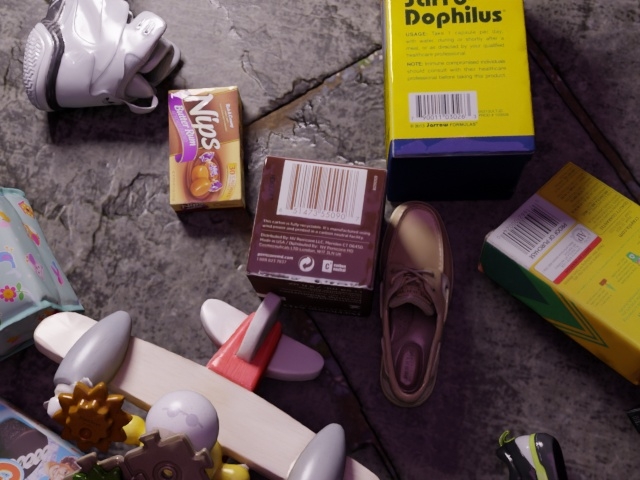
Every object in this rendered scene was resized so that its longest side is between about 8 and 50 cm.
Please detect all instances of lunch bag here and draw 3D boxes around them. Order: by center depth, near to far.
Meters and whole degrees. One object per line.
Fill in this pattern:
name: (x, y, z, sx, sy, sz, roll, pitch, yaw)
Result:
lunch bag: (-0.511, 0.073, 1.255, 0.262, 0.160, 0.223, -30, 79, 5)

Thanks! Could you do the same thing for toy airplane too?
toy airplane: (-0.145, 0.228, 1.126, 0.386, 0.272, 0.384, -15, 72, -6)

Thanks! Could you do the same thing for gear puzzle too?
gear puzzle: (-0.190, 0.304, 0.987, 0.175, 0.044, 0.339, -21, 103, 9)

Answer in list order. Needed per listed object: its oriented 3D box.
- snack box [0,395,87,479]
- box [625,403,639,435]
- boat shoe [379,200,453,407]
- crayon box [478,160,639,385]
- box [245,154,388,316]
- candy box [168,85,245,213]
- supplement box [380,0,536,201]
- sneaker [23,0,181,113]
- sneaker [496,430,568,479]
snack box: (-0.467, 0.396, 1.210, 0.187, 0.060, 0.322, 31, 78, 8)
box: (0.550, 0.172, 1.098, 0.257, 0.322, 0.079, -29, 76, -6)
boat shoe: (0.134, 0.081, 1.254, 0.109, 0.098, 0.302, 6, 75, 4)
crayon box: (0.402, 0.052, 1.206, 0.318, 0.081, 0.202, 39, 62, 24)
box: (0.000, 0.000, 1.228, 0.168, 0.203, 0.167, 7, 75, 4)
candy box: (-0.173, -0.139, 1.352, 0.109, 0.053, 0.186, -3, 76, 1)
supplement box: (0.190, -0.255, 1.296, 0.195, 0.194, 0.356, -1, 75, 2)
sneaker: (-0.319, -0.366, 1.382, 0.210, 0.137, 0.365, 9, 80, 4)
sneaker: (0.288, 0.373, 1.193, 0.097, 0.084, 0.234, -14, 72, 23)
